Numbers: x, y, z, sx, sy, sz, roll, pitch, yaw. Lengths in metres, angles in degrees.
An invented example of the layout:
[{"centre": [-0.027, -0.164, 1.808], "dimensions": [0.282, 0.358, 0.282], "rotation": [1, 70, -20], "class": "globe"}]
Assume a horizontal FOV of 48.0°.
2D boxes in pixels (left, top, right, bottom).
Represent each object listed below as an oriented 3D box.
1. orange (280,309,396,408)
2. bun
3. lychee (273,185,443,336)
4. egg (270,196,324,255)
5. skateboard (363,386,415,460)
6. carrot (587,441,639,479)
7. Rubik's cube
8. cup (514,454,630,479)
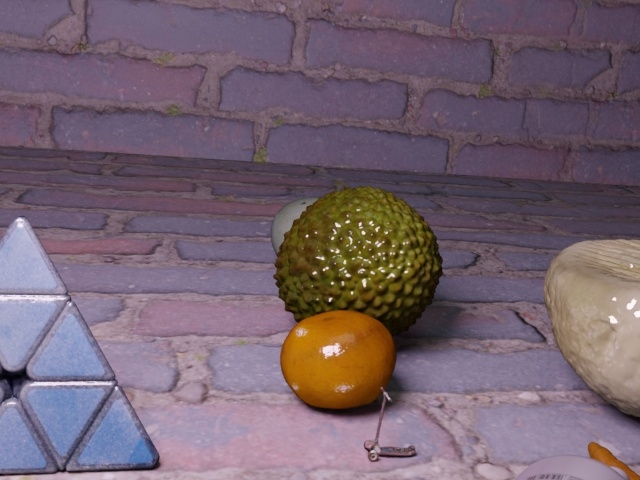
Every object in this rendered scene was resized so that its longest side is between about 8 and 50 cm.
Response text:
[{"centre": [0.024, 0.161, 0.961], "dimensions": [0.156, 0.124, 0.156], "rotation": [-11, 11, 2], "class": "orange"}, {"centre": [0.487, 0.135, 1.017], "dimensions": [0.349, 0.227, 0.352], "rotation": [13, 15, 24], "class": "bun"}, {"centre": [0.062, 0.042, 1.148], "dimensions": [0.270, 0.270, 0.320], "rotation": [4, 20, -5], "class": "lychee"}, {"centre": [0.000, 0.000, 1.422], "dimensions": [0.169, 0.169, 0.236], "rotation": [-8, 22, -39], "class": "egg"}, {"centre": [0.087, 0.218, 0.850], "dimensions": [0.064, 0.083, 0.032], "rotation": [4, 15, -10], "class": "skateboard"}, {"centre": [0.353, 0.295, 0.725], "dimensions": [0.069, 0.069, 0.336], "rotation": [2, 13, -11], "class": "carrot"}, {"centre": [-0.339, 0.152, 0.822], "dimensions": [0.229, 0.228, 0.233], "rotation": [40, 31, -44], "class": "Rubik's cube"}, {"centre": [0.244, 0.268, 0.639], "dimensions": [0.173, 0.134, 0.142], "rotation": [14, 9, 29], "class": "cup"}]
